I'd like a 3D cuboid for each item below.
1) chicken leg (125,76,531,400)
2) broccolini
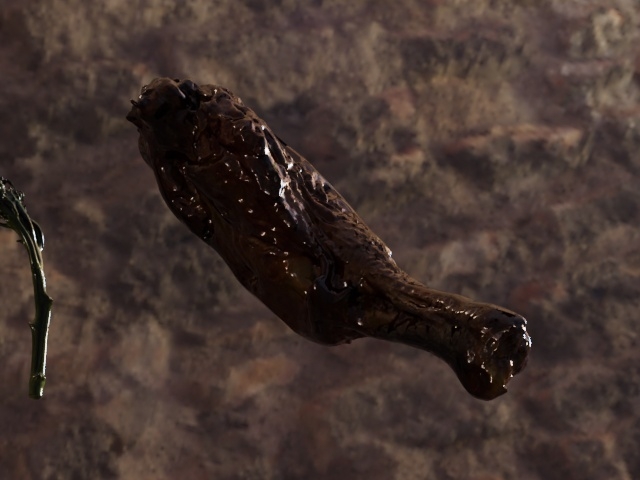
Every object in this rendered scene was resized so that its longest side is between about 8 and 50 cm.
[{"bbox_3d":[0.000,0.000,0.896,0.096,0.158,0.407,-36,-129,-21],"label":"chicken leg"},{"bbox_3d":[-0.239,0.031,1.008,0.052,0.054,0.194,-16,-103,-20],"label":"broccolini"}]
